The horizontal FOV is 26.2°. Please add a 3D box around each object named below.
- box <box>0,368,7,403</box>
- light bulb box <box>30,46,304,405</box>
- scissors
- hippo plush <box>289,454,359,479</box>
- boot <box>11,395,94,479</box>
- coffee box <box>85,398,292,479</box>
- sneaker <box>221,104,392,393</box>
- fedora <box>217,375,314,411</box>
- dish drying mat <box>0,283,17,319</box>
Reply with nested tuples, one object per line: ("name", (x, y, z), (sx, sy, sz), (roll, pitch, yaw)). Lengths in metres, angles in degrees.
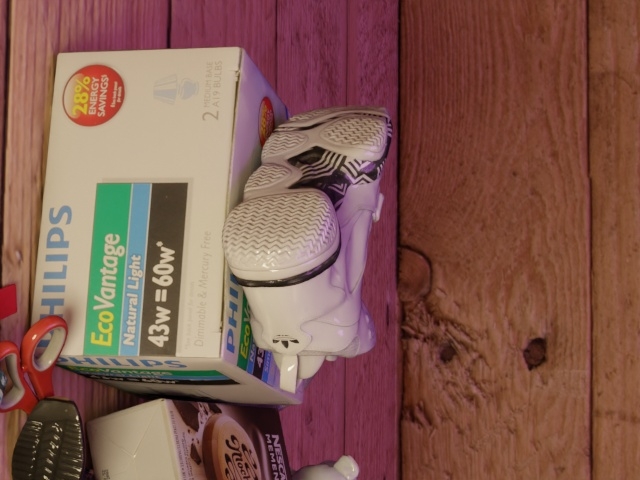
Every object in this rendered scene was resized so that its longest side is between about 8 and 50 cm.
("box", (-0.364, 0.198, 1.142), (0.232, 0.058, 0.322), (70, 25, -53))
("light bulb box", (-0.158, -0.002, 1.634), (0.361, 0.225, 0.358), (47, 45, -71))
("scissors", (-0.303, 0.179, 1.451), (0.109, 0.021, 0.297), (-41, 156, -30))
("hippo plush", (-0.054, 0.344, 2.007), (0.294, 0.236, 0.234), (42, 49, -71))
("boot", (-0.277, 0.246, 1.488), (0.137, 0.076, 0.198), (-56, 156, -74))
("coffee box", (-0.149, 0.294, 1.703), (0.297, 0.118, 0.168), (19, 55, -65))
("sneaker", (0.000, 0.000, 1.535), (0.366, 0.137, 0.210), (-61, 148, -53))
("fedora", (-0.112, 0.111, 1.937), (0.124, 0.243, 0.275), (158, -49, -71))
("dish drying mat", (-0.328, 0.066, 1.390), (0.083, 0.008, 0.032), (-34, 124, -74))
